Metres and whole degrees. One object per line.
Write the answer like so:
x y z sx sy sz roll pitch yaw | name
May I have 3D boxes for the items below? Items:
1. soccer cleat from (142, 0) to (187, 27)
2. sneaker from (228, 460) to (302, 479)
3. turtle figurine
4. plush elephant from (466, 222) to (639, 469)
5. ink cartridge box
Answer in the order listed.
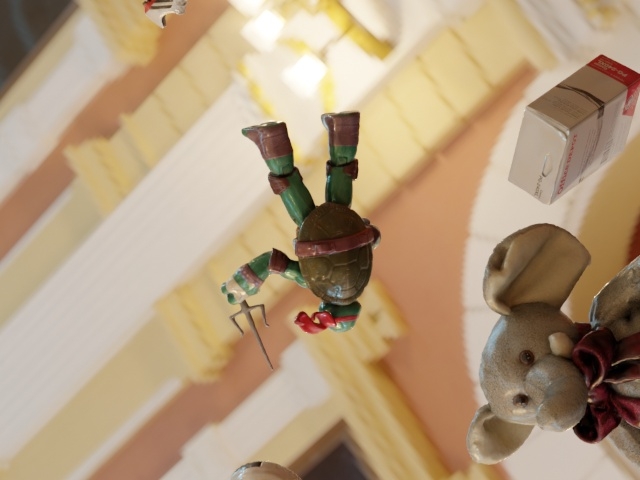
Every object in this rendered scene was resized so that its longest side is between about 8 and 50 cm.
-0.141 -0.245 1.723 0.035 0.083 0.029 49 -156 -8 | soccer cleat
-0.065 0.316 1.477 0.094 0.235 0.153 17 -149 0 | sneaker
0.000 0.000 1.630 0.175 0.118 0.234 -12 -80 -37 | turtle figurine
0.275 0.125 1.706 0.255 0.272 0.330 -10 -161 -13 | plush elephant
0.280 -0.122 1.902 0.063 0.109 0.150 34 -133 26 | ink cartridge box
